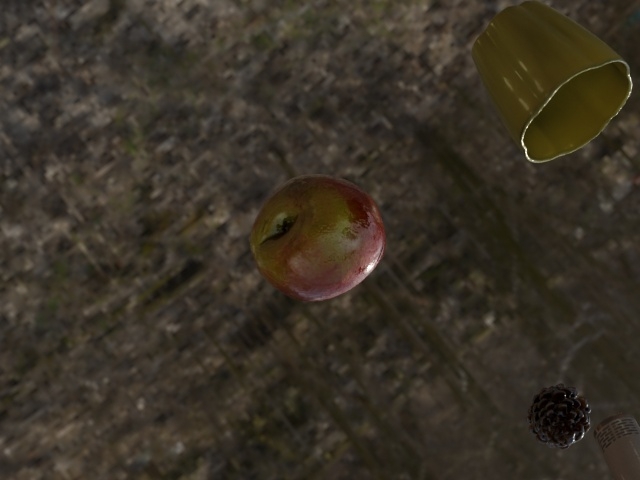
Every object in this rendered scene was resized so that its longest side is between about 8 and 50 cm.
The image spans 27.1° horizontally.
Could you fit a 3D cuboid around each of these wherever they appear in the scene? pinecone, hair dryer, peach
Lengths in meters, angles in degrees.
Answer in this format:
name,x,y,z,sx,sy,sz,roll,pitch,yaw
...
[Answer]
name,x,y,z,sx,sy,sz,roll,pitch,yaw
pinecone,0.358,0.271,2.010,0.102,0.102,0.109,-44,177,21
hair dryer,0.283,0.319,1.442,0.220,0.195,0.053,-30,140,10
peach,0.000,0.000,1.935,0.192,0.190,0.190,21,125,-41

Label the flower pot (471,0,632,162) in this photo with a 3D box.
name,x,y,z,sx,sy,sz,roll,pitch,yaw
flower pot,0.320,-0.241,1.911,0.195,0.179,0.195,-25,149,-16
